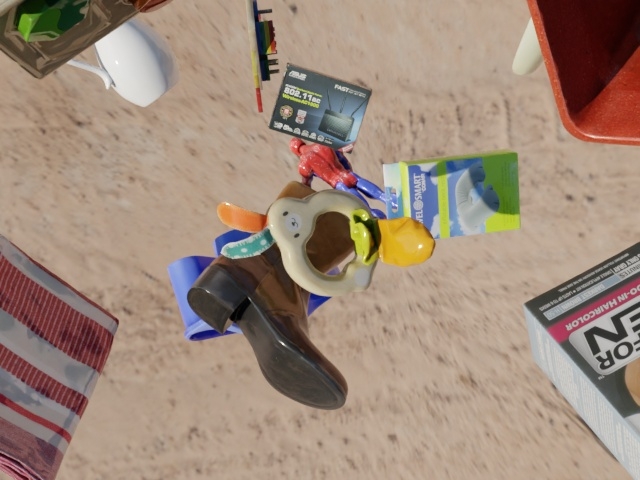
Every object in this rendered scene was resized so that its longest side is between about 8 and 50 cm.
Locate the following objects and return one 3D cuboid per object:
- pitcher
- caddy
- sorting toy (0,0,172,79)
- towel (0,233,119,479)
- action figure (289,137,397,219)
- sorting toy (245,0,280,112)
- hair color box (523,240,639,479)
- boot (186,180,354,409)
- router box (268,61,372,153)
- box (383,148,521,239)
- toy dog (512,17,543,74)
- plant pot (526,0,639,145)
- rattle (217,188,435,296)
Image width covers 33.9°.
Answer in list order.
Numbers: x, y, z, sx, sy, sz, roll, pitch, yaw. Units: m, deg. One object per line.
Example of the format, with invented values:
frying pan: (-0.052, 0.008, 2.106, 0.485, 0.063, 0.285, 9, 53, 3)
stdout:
pitcher: (-0.361, -0.325, 1.842, 0.178, 0.125, 0.207, -44, 106, -23)
caddy: (-0.102, 0.087, 1.827, 0.241, 0.341, 0.179, -27, 79, 31)
sorting toy: (-0.235, -0.197, 0.950, 0.307, 0.229, 0.041, -35, 88, -1)
towel: (-0.405, 0.152, 1.408, 0.237, 0.329, 0.037, 40, 123, -19)
action figure: (0.053, -0.068, 1.745, 0.280, 0.139, 0.091, 40, 69, 18)
sorting toy: (-0.101, -0.350, 1.835, 0.046, 0.132, 0.274, -7, 47, -1)
hair color box: (0.396, 0.172, 1.105, 0.185, 0.113, 0.374, -28, 45, -8)
boot: (-0.014, 0.073, 1.476, 0.264, 0.280, 0.096, 36, 136, 8)
router box: (0.000, -0.179, 1.422, 0.122, 0.038, 0.092, 16, 104, -5)
box: (0.178, -0.060, 1.412, 0.178, 0.042, 0.109, -7, 103, -11)
toy dog: (0.538, -0.319, 1.454, 0.408, 0.395, 0.284, 31, 58, 12)
plant pot: (0.280, -0.225, 0.603, 0.267, 0.267, 0.236, 9, 50, 38)
rattle: (0.000, 0.000, 1.163, 0.200, 0.143, 0.130, 20, 99, -29)
